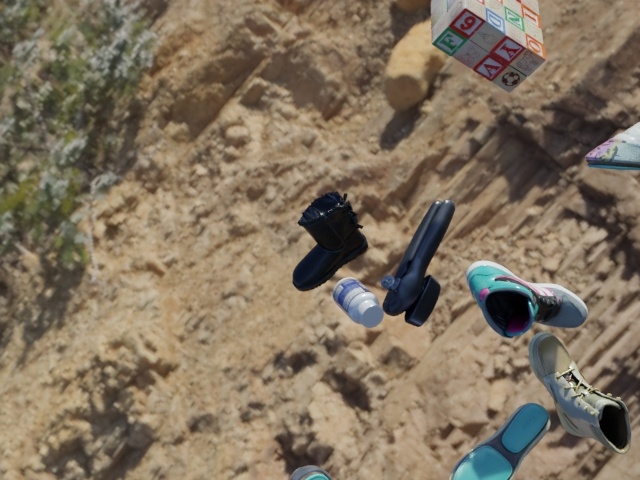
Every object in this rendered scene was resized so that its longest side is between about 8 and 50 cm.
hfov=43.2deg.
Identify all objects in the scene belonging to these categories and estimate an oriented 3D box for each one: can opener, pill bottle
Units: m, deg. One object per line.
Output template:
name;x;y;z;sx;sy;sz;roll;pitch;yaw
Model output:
can opener;0.136;0.025;1.114;0.059;0.073;0.186;-5;59;55
pill bottle;0.076;0.124;1.594;0.067;0.067;0.120;-50;32;1

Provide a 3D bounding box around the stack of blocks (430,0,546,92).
stack of blocks;0.284;-0.413;1.395;0.087;0.171;0.297;-44;30;43

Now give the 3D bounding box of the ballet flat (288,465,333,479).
ballet flat;0.009;0.336;0.866;0.074;0.203;0.074;-19;1;0

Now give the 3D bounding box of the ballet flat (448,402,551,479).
ballet flat;0.317;0.386;1.438;0.248;0.086;0.086;-33;8;-24

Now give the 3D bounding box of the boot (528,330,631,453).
boot;0.458;0.264;1.425;0.077;0.213;0.165;-27;6;-9

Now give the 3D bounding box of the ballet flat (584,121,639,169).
ballet flat;0.492;-0.130;1.173;0.077;0.222;0.079;-117;35;-74

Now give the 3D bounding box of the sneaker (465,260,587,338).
sneaker;0.468;0.153;1.794;0.178;0.296;0.123;-79;10;-64

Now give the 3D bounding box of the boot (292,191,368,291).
boot;0.000;0.001;1.021;0.121;0.099;0.045;-34;47;-1
